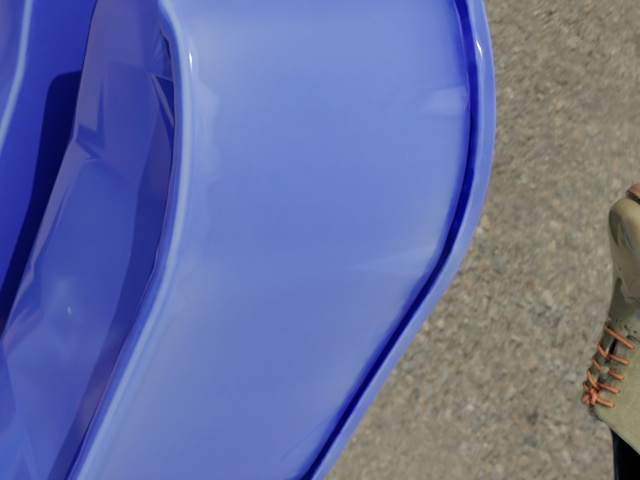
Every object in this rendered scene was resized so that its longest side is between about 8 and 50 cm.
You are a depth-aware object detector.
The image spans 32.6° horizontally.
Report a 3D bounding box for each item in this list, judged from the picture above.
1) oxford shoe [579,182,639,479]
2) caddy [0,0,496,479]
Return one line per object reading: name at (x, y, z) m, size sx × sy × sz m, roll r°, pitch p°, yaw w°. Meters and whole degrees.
oxford shoe at (0.304, 0.117, 1.016) m, size 0.130 × 0.123 × 0.348 m, roll -20°, pitch 112°, yaw -3°
caddy at (-0.066, -0.018, 0.477) m, size 0.241 × 0.179 × 0.341 m, roll 50°, pitch 129°, yaw 30°
